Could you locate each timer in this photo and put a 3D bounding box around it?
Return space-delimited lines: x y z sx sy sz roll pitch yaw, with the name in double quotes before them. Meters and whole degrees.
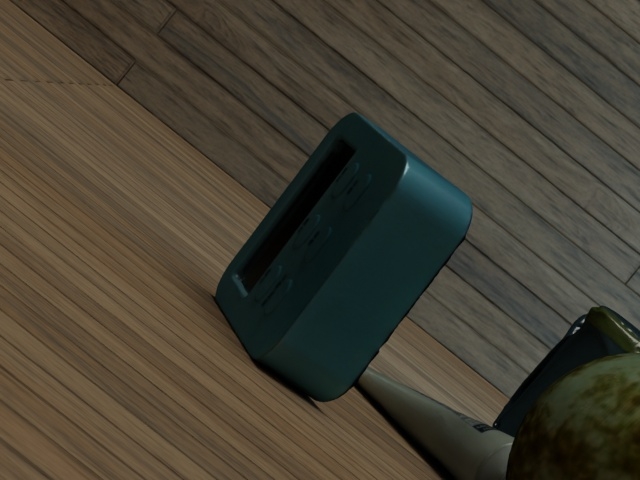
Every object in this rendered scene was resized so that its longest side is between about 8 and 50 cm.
"timer" 0.000 0.000 1.755 0.091 0.232 0.250 34 4 -30

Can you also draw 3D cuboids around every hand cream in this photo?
"hand cream" 0.127 0.202 1.967 0.124 0.077 0.341 36 -4 -30

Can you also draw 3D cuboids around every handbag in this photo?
"handbag" 0.316 0.224 2.099 0.222 0.241 0.263 40 5 22

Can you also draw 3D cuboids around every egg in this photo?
"egg" 0.287 0.230 1.728 0.238 0.238 0.289 40 -18 27
